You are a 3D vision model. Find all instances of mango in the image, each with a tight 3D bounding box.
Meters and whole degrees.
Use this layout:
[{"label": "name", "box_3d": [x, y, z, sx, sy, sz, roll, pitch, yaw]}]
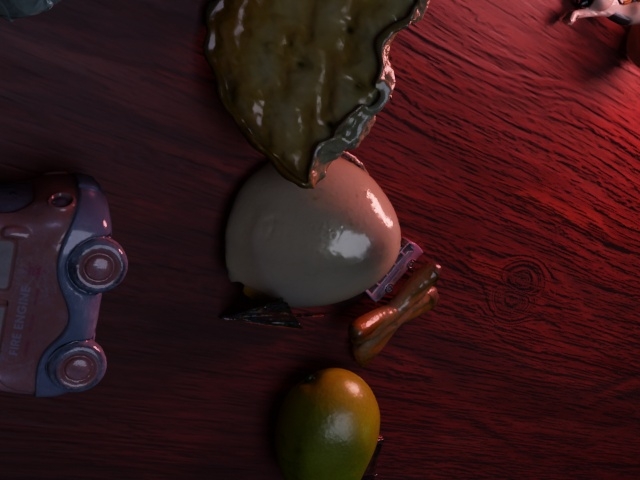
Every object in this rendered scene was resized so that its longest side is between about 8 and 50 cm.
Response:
[{"label": "mango", "box_3d": [0.007, 0.359, 1.403, 0.185, 0.149, 0.273, 5, 110, -28]}]

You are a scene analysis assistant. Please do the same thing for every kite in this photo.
[{"label": "kite", "box_3d": [-0.071, 0.123, 1.278, 0.189, 0.232, 0.009, -3, 73, 3]}]

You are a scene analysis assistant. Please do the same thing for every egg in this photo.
[{"label": "egg", "box_3d": [0.001, -0.005, 1.221, 0.286, 0.174, 0.264, -7, 111, -28]}]

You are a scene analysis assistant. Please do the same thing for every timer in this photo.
[{"label": "timer", "box_3d": [0.588, -0.424, 1.457, 0.266, 0.175, 0.175, 20, 99, -22]}]

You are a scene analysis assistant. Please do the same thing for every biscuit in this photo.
[{"label": "biscuit", "box_3d": [0.014, -0.259, 1.069, 0.335, 0.078, 0.329, -22, 94, 9]}, {"label": "biscuit", "box_3d": [0.136, 0.134, 1.427, 0.208, 0.047, 0.164, -37, 151, -14]}]

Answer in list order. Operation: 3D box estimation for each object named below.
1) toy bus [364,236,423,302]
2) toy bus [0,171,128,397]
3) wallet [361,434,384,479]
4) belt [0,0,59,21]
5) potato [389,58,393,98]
[{"label": "toy bus", "box_3d": [0.126, 0.051, 1.416, 0.130, 0.037, 0.052, -47, 124, -5]}, {"label": "toy bus", "box_3d": [-0.384, 0.051, 0.987, 0.232, 0.197, 0.294, 8, 108, -25]}, {"label": "wallet", "box_3d": [0.053, 0.497, 1.565, 0.124, 0.042, 0.230, 1, 108, -31]}, {"label": "belt", "box_3d": [-0.297, -0.326, 0.889, 0.198, 0.151, 0.078, -37, 127, -12]}, {"label": "potato", "box_3d": [0.027, -0.225, 1.173, 0.176, 0.137, 0.137, -31, 127, 6]}]
